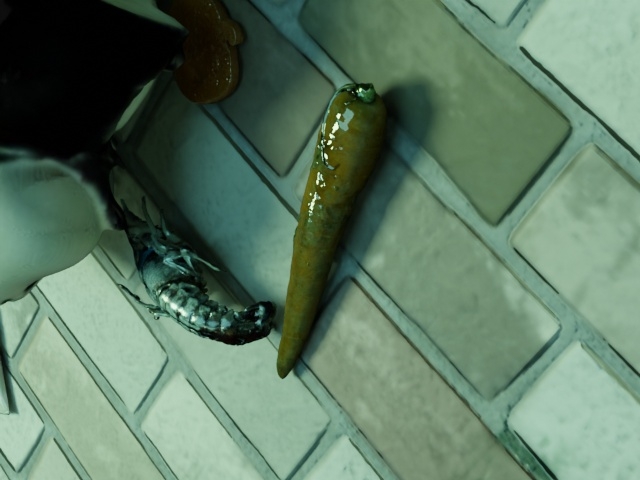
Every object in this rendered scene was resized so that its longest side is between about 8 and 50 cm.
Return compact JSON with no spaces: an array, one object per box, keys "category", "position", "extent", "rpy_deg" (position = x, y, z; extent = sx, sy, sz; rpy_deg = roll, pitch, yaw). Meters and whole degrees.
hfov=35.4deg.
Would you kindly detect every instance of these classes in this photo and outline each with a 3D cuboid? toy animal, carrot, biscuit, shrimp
[{"category":"toy animal","position":[-0.258,-0.095,0.798],"extent":[0.251,0.251,0.310],"rpy_deg":[40,113,26]},{"category":"carrot","position":[0.000,0.000,0.741],"extent":[0.049,0.049,0.254],"rpy_deg":[33,121,30]},{"category":"biscuit","position":[-0.091,-0.155,0.800],"extent":[0.078,0.015,0.091],"rpy_deg":[-12,91,37]},{"category":"shrimp","position":[-0.114,0.028,0.810],"extent":[0.174,0.076,0.082],"rpy_deg":[34,135,31]}]

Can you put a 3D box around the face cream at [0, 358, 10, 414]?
[{"category":"face cream","position":[-0.345,0.127,1.048],"extent":[0.038,0.020,0.115],"rpy_deg":[-3,99,38]}]
